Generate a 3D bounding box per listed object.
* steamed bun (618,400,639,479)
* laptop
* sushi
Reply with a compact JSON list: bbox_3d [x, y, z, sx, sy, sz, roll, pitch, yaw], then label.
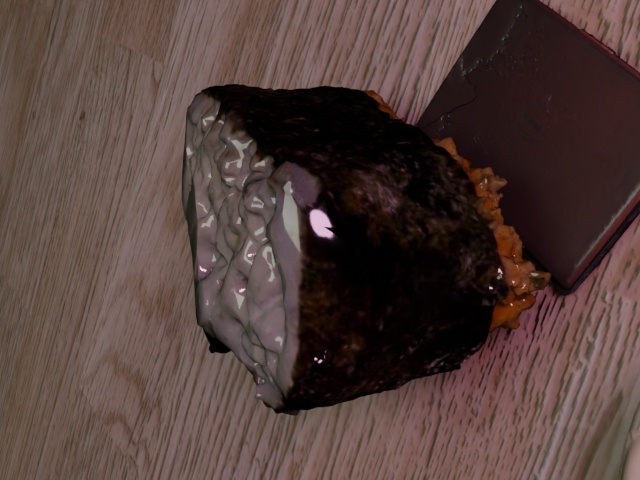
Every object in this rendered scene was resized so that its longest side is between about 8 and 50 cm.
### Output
[{"bbox_3d":[0.244,0.139,0.418,0.183,0.106,0.183,-10,76,46],"label":"steamed bun"},{"bbox_3d":[0.164,-0.081,0.619,0.154,0.026,0.207,-58,45,25],"label":"laptop"},{"bbox_3d":[0.000,0.000,0.679,0.348,0.207,0.234,-126,38,-52],"label":"sushi"}]
